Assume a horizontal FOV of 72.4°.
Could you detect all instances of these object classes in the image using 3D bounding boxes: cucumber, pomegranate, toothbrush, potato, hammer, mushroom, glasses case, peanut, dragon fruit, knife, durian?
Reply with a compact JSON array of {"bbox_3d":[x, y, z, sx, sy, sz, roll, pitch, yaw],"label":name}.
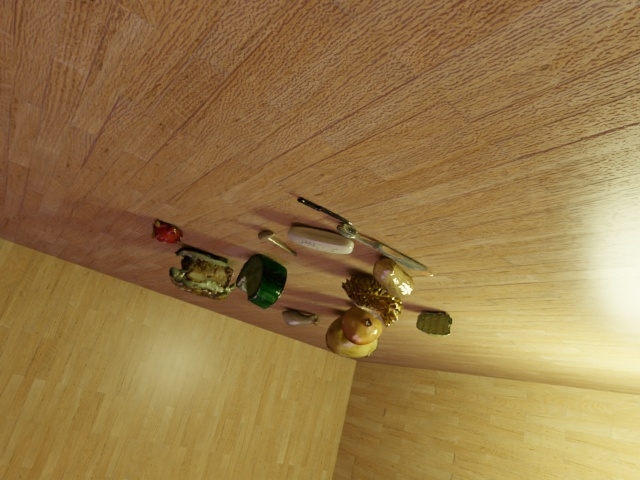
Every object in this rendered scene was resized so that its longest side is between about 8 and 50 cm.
[{"bbox_3d":[-0.218,0.155,1.670,0.130,0.191,0.191,26,157,-33],"label":"cucumber"},{"bbox_3d":[0.192,0.388,2.013,0.191,0.192,0.191,13,160,5],"label":"pomegranate"},{"bbox_3d":[0.196,0.034,1.263,0.375,0.028,0.037,26,153,-29],"label":"toothbrush"},{"bbox_3d":[0.158,0.478,2.244,0.285,0.243,0.242,16,161,17],"label":"potato"},{"bbox_3d":[-0.125,0.013,1.454,0.060,0.028,0.195,-6,155,31],"label":"hammer"},{"bbox_3d":[-0.117,0.450,2.540,0.224,0.093,0.116,-3,170,19],"label":"mushroom"},{"bbox_3d":[0.000,0.000,1.278,0.197,0.050,0.076,13,161,4],"label":"glasses case"},{"bbox_3d":[0.230,0.123,1.388,0.099,0.100,0.214,3,159,30],"label":"peanut"},{"bbox_3d":[-0.569,-0.018,1.612,0.112,0.068,0.126,18,161,-11],"label":"dragon fruit"},{"bbox_3d":[0.014,-0.074,1.132,0.170,0.010,0.023,23,165,-27],"label":"knife"},{"bbox_3d":[0.191,0.197,1.569,0.249,0.183,0.138,31,119,-30],"label":"durian"}]

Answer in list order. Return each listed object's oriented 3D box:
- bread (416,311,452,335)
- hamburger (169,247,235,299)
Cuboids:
[{"bbox_3d":[0.490,0.358,1.818,0.156,0.103,0.110,5,154,42],"label":"bread"},{"bbox_3d":[-0.499,0.150,1.864,0.287,0.168,0.192,20,158,-15],"label":"hamburger"}]
